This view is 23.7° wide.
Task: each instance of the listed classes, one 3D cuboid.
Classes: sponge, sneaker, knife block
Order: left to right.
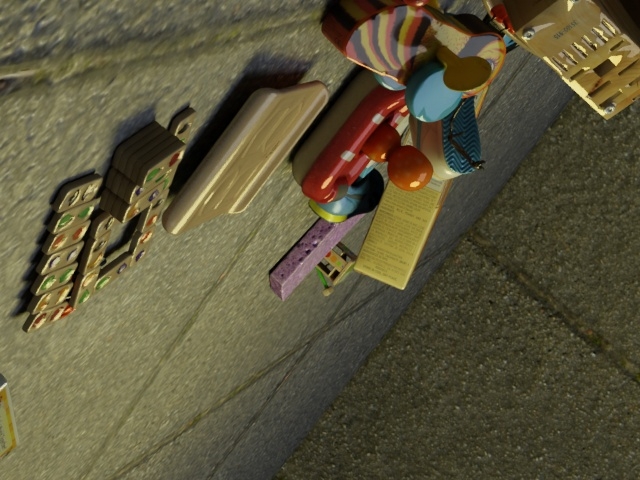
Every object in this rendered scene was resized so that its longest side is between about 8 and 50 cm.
[{"bbox_3d":[0.000,0.000,2.406,0.210,0.031,0.117,-47,170,-12],"label":"sponge"},{"bbox_3d":[0.056,-0.086,2.221,0.082,0.069,0.209,-57,167,24],"label":"sneaker"},{"bbox_3d":[0.159,-0.193,2.037,0.092,0.087,0.229,-16,-114,55],"label":"sneaker"},{"bbox_3d":[0.264,-0.298,1.736,0.088,0.275,0.242,-36,-139,24],"label":"knife block"}]

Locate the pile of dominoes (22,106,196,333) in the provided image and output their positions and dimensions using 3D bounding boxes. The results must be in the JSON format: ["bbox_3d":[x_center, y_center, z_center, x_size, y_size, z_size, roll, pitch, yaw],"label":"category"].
[{"bbox_3d":[-0.196,-0.006,1.479,0.196,0.040,0.251,-41,164,-41],"label":"pile of dominoes"}]

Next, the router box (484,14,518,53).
[{"bbox_3d":[0.306,-0.351,2.370,0.179,0.046,0.133,-35,163,-54],"label":"router box"}]

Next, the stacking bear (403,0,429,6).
[{"bbox_3d":[0.165,-0.353,1.470,0.289,0.175,0.164,-43,173,8],"label":"stacking bear"}]

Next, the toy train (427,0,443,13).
[{"bbox_3d":[0.134,-0.248,1.871,0.046,0.125,0.166,-12,176,4],"label":"toy train"}]

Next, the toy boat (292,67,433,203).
[{"bbox_3d":[0.083,-0.124,1.950,0.231,0.151,0.151,-52,170,15],"label":"toy boat"}]

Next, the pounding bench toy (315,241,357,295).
[{"bbox_3d":[0.012,0.042,2.517,0.083,0.065,0.052,-52,170,18],"label":"pounding bench toy"}]

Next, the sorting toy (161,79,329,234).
[{"bbox_3d":[-0.083,-0.097,1.659,0.193,0.038,0.208,-52,170,16],"label":"sorting toy"}]

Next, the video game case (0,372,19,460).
[{"bbox_3d":[-0.404,0.246,1.606,0.206,0.026,0.227,-45,168,-22],"label":"video game case"}]

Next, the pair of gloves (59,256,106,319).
[{"bbox_3d":[-0.253,0.050,1.565,0.074,0.010,0.083,-37,162,-49],"label":"pair of gloves"}]

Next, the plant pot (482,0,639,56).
[{"bbox_3d":[0.373,-0.388,2.033,0.263,0.263,0.229,109,7,-65],"label":"plant pot"}]

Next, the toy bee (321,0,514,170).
[{"bbox_3d":[0.136,-0.219,1.710,0.162,0.195,0.298,-49,157,7],"label":"toy bee"}]

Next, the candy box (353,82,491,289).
[{"bbox_3d":[0.151,-0.099,2.221,0.183,0.087,0.316,-46,158,-79],"label":"candy box"}]

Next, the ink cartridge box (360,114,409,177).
[{"bbox_3d":[0.081,-0.156,2.109,0.088,0.052,0.122,-44,167,-30],"label":"ink cartridge box"}]
